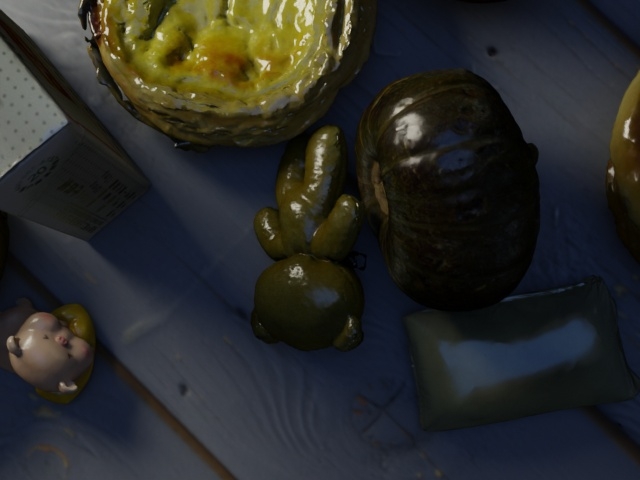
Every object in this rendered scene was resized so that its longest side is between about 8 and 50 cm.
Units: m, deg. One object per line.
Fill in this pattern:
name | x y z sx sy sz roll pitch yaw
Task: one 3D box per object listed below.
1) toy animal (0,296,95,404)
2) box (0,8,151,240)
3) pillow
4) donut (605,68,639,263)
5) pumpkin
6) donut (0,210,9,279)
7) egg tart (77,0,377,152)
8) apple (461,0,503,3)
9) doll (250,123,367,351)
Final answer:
toy animal | -0.258 0.093 1.095 0.114 0.082 0.091 35 86 5
box | -0.265 -0.118 0.989 0.095 0.330 0.210 -40 85 -3
pillow | 0.185 0.106 1.095 0.208 0.053 0.119 -12 82 4
donut | 0.407 -0.059 1.062 0.330 0.160 0.330 1 75 -4
pumpkin | 0.121 -0.047 1.036 0.162 0.219 0.219 -16 85 -9
donut | -0.409 0.013 1.102 0.272 0.107 0.272 0 86 7
egg tart | -0.084 -0.214 1.116 0.279 0.095 0.278 -1 86 7
apple | 0.139 -0.341 1.038 0.260 0.260 0.216 31 63 4
doll | 0.000 0.000 1.096 0.137 0.097 0.209 -3 77 42
